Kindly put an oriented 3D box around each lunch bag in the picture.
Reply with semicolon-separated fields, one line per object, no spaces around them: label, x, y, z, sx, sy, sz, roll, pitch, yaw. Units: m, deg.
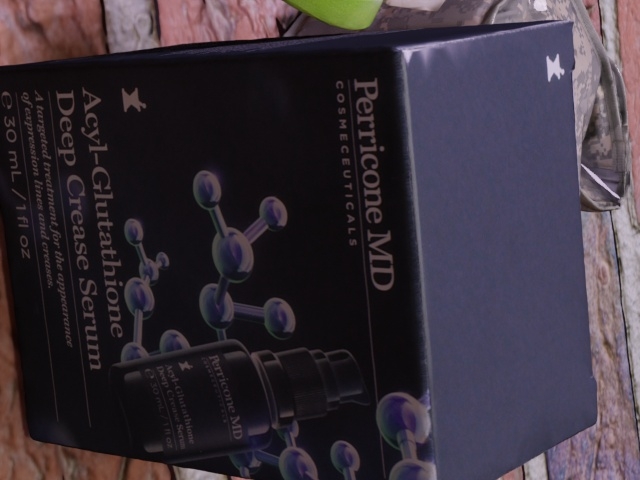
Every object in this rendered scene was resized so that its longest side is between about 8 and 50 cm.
lunch bag;0.144;-0.137;1.418;0.287;0.235;0.169;56;49;-36

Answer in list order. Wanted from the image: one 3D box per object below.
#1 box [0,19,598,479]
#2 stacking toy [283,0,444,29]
box;-0.027;0.003;1.092;0.212;0.395;0.293;-17;105;-49
stacking toy;-0.014;-0.300;1.160;0.130;0.279;0.309;-55;165;25
